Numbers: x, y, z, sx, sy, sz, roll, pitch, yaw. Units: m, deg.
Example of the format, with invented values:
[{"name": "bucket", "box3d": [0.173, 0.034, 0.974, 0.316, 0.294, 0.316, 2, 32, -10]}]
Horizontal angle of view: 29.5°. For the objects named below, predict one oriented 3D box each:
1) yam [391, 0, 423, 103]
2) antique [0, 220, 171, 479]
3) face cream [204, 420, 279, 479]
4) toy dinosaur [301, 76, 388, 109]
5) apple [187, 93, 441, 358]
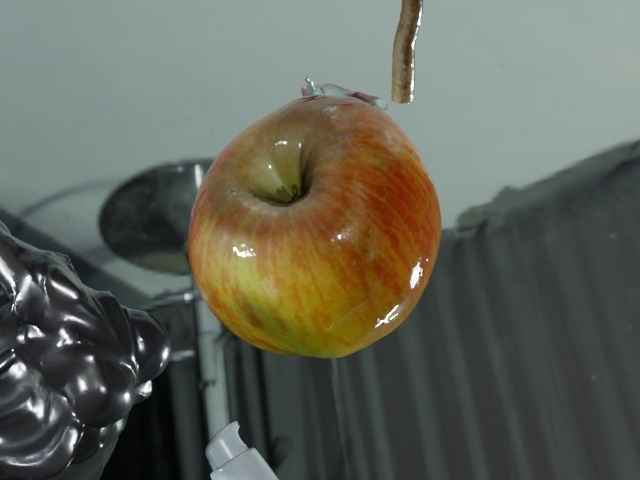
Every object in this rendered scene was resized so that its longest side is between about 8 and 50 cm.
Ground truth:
[{"name": "yam", "box3d": [0.153, -0.392, 2.109, 0.045, 0.045, 0.327, -27, 133, -36]}, {"name": "antique", "box3d": [-0.281, 0.118, 1.098, 0.255, 0.185, 0.322, 34, 133, 9]}, {"name": "face cream", "box3d": [-0.030, 0.280, 1.081, 0.101, 0.252, 0.101, -32, 172, -5]}, {"name": "toy dinosaur", "box3d": [0.004, -0.199, 1.716, 0.167, 0.053, 0.242, 18, -177, 32]}, {"name": "apple", "box3d": [0.000, 0.000, 1.403, 0.301, 0.301, 0.301, -6, 145, -4]}]
